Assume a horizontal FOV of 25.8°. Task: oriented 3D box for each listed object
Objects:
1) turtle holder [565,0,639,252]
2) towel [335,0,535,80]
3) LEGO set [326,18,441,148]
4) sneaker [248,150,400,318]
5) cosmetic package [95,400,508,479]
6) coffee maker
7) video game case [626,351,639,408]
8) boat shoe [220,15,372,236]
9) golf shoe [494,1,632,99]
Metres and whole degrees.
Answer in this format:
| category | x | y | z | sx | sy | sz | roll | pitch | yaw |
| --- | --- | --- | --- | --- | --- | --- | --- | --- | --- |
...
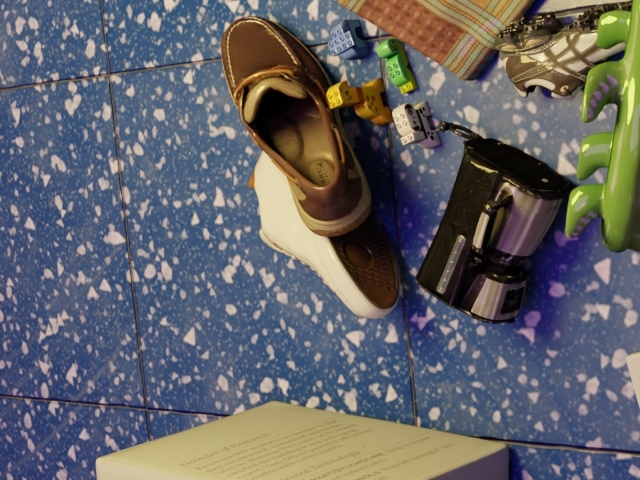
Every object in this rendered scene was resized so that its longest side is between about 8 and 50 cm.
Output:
| category | x | y | z | sx | sy | sz | roll | pitch | yaw |
| --- | --- | --- | --- | --- | --- | --- | --- | --- | --- |
| turtle holder | 0.372 | -0.135 | 1.353 | 0.227 | 0.243 | 0.320 | 9 | 96 | 11 |
| towel | 0.156 | -0.374 | 1.519 | 0.271 | 0.040 | 0.370 | 30 | 123 | -8 |
| LEGO set | 0.053 | -0.205 | 1.691 | 0.087 | 0.093 | 0.227 | -24 | 82 | 40 |
| sneaker | 0.000 | 0.000 | 1.774 | 0.123 | 0.106 | 0.290 | -53 | 53 | 36 |
| cosmetic package | -0.015 | 0.408 | 1.703 | 0.394 | 0.327 | 0.329 | 3 | 100 | 41 |
| coffee maker | 0.187 | -0.018 | 1.613 | 0.171 | 0.120 | 0.178 | 52 | 128 | 50 |
| video game case | 0.449 | 0.200 | 1.474 | 0.227 | 0.026 | 0.206 | -17 | 87 | 40 |
| boat shoe | -0.043 | -0.165 | 1.708 | 0.123 | 0.123 | 0.342 | -26 | 59 | 4 |
| golf shoe | 0.287 | -0.202 | 1.520 | 0.198 | 0.077 | 0.094 | 0 | 114 | 43 |
